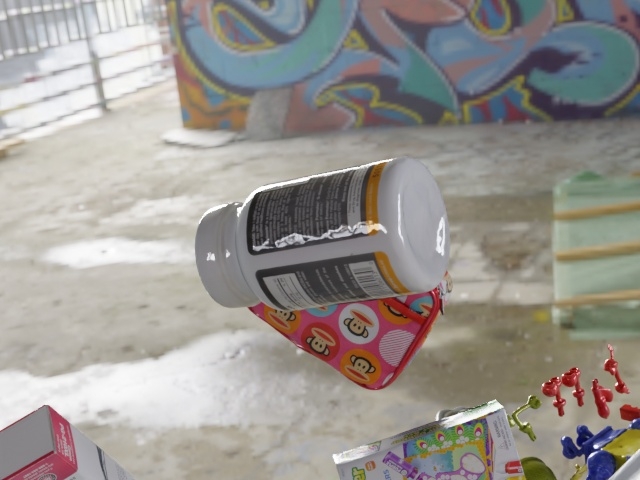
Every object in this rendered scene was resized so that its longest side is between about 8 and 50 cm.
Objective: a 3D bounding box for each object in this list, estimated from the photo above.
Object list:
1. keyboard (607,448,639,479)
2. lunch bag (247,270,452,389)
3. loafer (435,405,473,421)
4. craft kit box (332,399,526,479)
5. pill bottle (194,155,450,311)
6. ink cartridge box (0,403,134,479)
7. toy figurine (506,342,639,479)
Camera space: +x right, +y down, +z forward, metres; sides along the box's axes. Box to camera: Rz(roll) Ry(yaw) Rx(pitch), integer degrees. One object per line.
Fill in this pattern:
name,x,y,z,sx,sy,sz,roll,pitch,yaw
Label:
keyboard,0.386,0.234,1.209,0.014,0.256,0.072,33,25,-8
lunch bag,0.047,0.057,1.640,0.293,0.258,0.120,34,28,8
loafer,0.259,0.334,1.888,0.088,0.094,0.251,-3,3,19
craft kit box,0.170,0.378,1.506,0.247,0.249,0.061,-19,7,-1
pill bottle,0.000,0.000,1.293,0.279,0.162,0.162,-9,13,29
ink cartridge box,-0.393,0.367,1.569,0.172,0.237,0.100,-30,44,4
toy figurine,0.454,0.317,1.680,0.363,0.191,0.217,-22,18,-37
